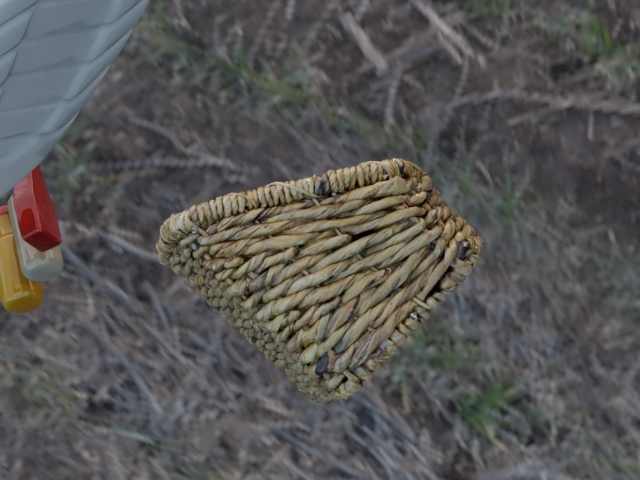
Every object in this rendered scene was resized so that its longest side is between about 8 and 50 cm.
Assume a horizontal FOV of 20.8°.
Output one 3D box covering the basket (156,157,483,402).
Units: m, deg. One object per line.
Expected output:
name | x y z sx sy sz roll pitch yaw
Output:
basket | 0.000 0.000 1.579 0.223 0.299 0.213 44 82 0

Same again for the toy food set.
toy food set | -0.302 -0.029 1.554 0.111 0.232 0.104 -26 61 16

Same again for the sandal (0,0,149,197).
sandal | -0.144 -0.190 0.889 0.102 0.416 0.169 37 37 15
